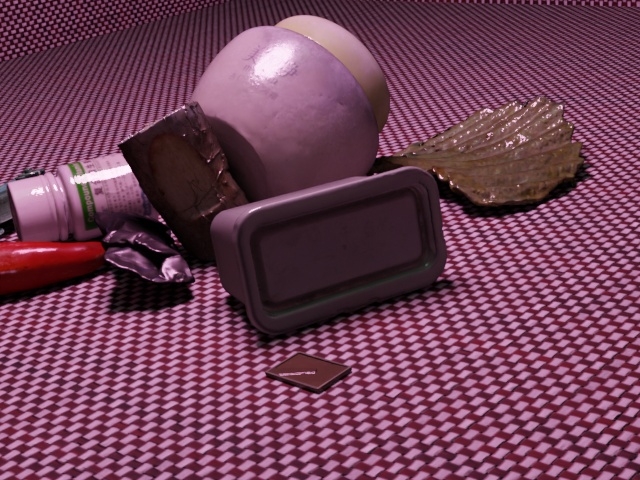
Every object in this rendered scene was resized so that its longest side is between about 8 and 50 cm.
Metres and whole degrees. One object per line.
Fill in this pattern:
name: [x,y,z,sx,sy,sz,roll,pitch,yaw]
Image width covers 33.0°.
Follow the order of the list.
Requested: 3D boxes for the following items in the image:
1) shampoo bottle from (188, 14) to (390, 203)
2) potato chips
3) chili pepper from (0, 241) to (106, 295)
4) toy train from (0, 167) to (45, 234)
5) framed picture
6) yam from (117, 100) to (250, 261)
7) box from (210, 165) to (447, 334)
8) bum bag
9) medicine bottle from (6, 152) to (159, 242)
shampoo bottle: [-0.061,-0.198,1.829,0.322,0.322,0.317,14,53,43]
potato chips: [0.286,-0.162,1.950,0.373,0.097,0.389,16,33,41]
chili pepper: [-0.504,0.046,1.682,0.368,0.092,0.137,0,2,-2]
toy train: [-0.592,-0.059,1.953,0.159,0.101,0.248,-8,15,35]
framed picture: [-0.015,0.160,1.325,0.089,0.007,0.066,11,27,39]
yam: [-0.209,-0.098,1.702,0.154,0.254,0.154,-22,28,13]
box: [0.000,0.000,1.531,0.311,0.175,0.182,-16,15,-23]
bum bag: [-0.280,0.009,1.679,0.137,0.074,0.310,18,9,-20]
medicine bottle: [-0.408,-0.069,1.853,0.236,0.139,0.139,-13,22,-19]
